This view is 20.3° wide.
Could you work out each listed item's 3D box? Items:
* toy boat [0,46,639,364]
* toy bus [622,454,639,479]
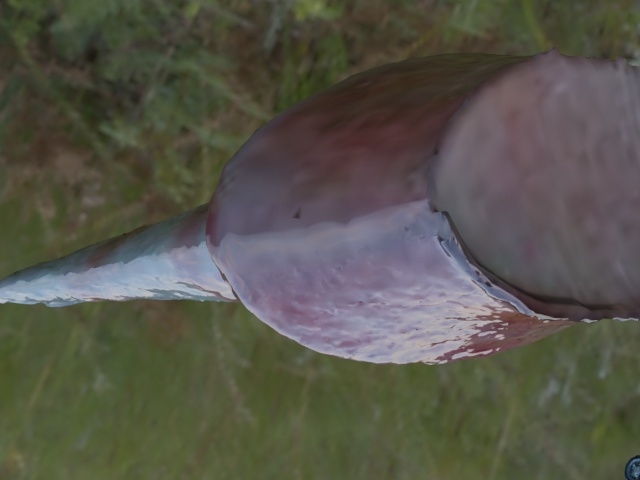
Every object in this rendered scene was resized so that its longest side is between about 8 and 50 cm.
[{"bbox_3d":[0.000,0.000,0.632,0.206,0.096,0.282,-14,180,-44],"label":"toy boat"},{"bbox_3d":[0.120,0.122,0.709,0.110,0.043,0.031,-44,130,15],"label":"toy bus"}]
